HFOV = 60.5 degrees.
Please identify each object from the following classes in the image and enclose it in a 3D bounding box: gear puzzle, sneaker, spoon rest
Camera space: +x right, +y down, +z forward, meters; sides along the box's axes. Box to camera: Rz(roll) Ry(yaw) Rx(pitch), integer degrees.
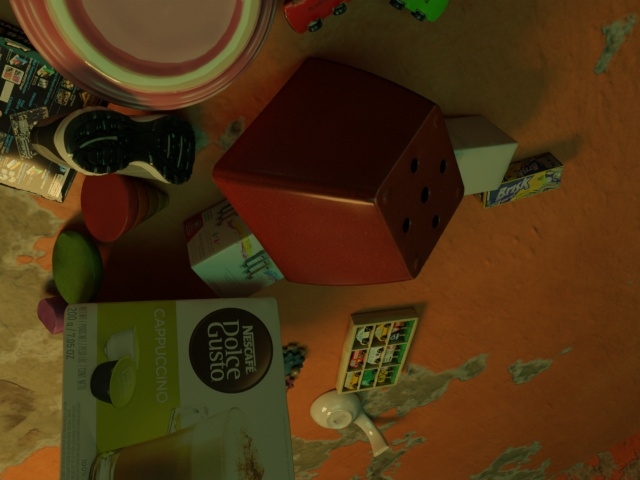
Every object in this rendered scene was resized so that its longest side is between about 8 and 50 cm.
[{"bbox_3d":[-0.202,0.311,1.264,0.339,0.044,0.175,6,127,-25],"label":"gear puzzle"},{"bbox_3d":[-0.275,-0.138,0.777,0.271,0.108,0.100,-3,101,-65],"label":"sneaker"},{"bbox_3d":[0.082,0.497,1.523,0.137,0.084,0.276,-38,118,12],"label":"spoon rest"}]

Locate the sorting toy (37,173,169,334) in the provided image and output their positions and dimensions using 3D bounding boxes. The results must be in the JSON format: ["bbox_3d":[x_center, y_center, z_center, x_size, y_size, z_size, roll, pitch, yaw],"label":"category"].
[{"bbox_3d":[-0.364,0.024,0.943,0.126,0.127,0.365,-10,143,-54],"label":"sorting toy"}]

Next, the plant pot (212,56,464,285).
[{"bbox_3d":[0.056,-0.083,0.814,0.267,0.236,0.267,-55,138,-23],"label":"plant pot"}]

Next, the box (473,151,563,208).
[{"bbox_3d":[0.398,-0.121,1.111,0.169,0.054,0.059,-15,132,-7],"label":"box"}]

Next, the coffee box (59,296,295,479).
[{"bbox_3d":[-0.257,0.300,0.952,0.334,0.337,0.338,1,161,-22],"label":"coffee box"}]

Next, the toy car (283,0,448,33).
[{"bbox_3d":[0.083,-0.378,0.774,0.225,0.053,0.239,15,123,-30],"label":"toy car"}]

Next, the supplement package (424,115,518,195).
[{"bbox_3d":[0.236,-0.147,0.973,0.179,0.105,0.105,-11,133,-26],"label":"supplement package"}]

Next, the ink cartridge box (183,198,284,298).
[{"bbox_3d":[-0.128,0.002,0.970,0.176,0.128,0.127,-28,133,3],"label":"ink cartridge box"}]

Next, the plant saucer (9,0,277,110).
[{"bbox_3d":[-0.203,-0.314,0.668,0.332,0.084,0.332,-12,125,-18],"label":"plant saucer"}]

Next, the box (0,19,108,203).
[{"bbox_3d":[-0.411,-0.172,0.767,0.175,0.051,0.220,19,120,-33],"label":"box"}]

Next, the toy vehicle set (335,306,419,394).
[{"bbox_3d":[0.136,0.279,1.369,0.166,0.035,0.266,-5,131,-17],"label":"toy vehicle set"}]
